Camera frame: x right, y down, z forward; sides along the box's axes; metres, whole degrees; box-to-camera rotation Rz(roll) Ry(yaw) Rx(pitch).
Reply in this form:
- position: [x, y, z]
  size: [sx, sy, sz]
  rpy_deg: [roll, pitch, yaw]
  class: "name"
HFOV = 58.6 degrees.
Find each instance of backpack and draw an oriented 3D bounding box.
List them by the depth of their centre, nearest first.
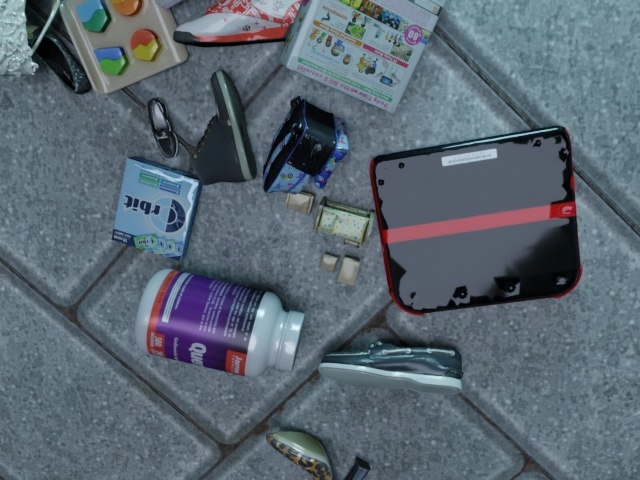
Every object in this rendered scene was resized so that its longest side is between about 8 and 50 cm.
- position: [-0.037, -0.160, 1.088]
  size: [0.117, 0.158, 0.173]
  rpy_deg: [23, 121, -19]
  class: "backpack"

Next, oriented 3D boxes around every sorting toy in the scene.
- position: [-0.387, -0.409, 1.113]
  size: [0.208, 0.038, 0.192]
  rpy_deg: [-18, 103, 11]
  class: "sorting toy"

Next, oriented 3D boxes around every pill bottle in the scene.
- position: [-0.202, 0.176, 1.181]
  size: [0.323, 0.181, 0.181]
  rpy_deg: [13, 107, 3]
  class: "pill bottle"

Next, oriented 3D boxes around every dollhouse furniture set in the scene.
- position: [0.000, 0.000, 1.151]
  size: [0.182, 0.101, 0.160]
  rpy_deg: [15, 107, 2]
  class: "dollhouse furniture set"

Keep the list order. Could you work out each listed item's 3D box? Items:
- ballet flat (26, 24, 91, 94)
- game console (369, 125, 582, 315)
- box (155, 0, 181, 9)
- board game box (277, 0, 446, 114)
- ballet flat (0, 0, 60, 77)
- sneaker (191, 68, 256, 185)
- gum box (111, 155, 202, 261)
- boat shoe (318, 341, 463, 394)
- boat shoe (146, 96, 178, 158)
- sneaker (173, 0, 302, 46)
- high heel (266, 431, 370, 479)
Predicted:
- position: [-0.527, -0.363, 1.135]
  size: [0.057, 0.049, 0.173]
  rpy_deg: [-43, 97, 15]
  class: "ballet flat"
- position: [0.311, -0.030, 1.140]
  size: [0.387, 0.060, 0.341]
  rpy_deg: [-9, 99, 8]
  class: "game console"
- position: [-0.169, -0.510, 0.997]
  size: [0.324, 0.067, 0.063]
  rpy_deg: [-15, 64, 24]
  class: "box"
- position: [0.088, -0.406, 0.992]
  size: [0.224, 0.097, 0.303]
  rpy_deg: [18, 108, -22]
  class: "board game box"
- position: [-0.551, -0.499, 1.063]
  size: [0.147, 0.147, 0.408]
  rpy_deg: [16, 98, 2]
  class: "ballet flat"
- position: [-0.210, -0.216, 1.124]
  size: [0.118, 0.083, 0.221]
  rpy_deg: [-9, 105, 9]
  class: "sneaker"
- position: [-0.344, -0.066, 1.202]
  size: [0.157, 0.041, 0.184]
  rpy_deg: [17, 106, 1]
  class: "gum box"
- position: [0.149, 0.265, 1.218]
  size: [0.303, 0.091, 0.114]
  rpy_deg: [7, 150, 3]
  class: "boat shoe"
- position: [-0.322, -0.226, 1.156]
  size: [0.046, 0.038, 0.125]
  rpy_deg: [-5, 105, 8]
  class: "boat shoe"
- position: [-0.143, -0.440, 1.052]
  size: [0.270, 0.090, 0.144]
  rpy_deg: [-3, 104, 4]
  class: "sneaker"
- position: [-0.036, 0.552, 1.311]
  size: [0.261, 0.093, 0.186]
  rpy_deg: [26, 101, -11]
  class: "high heel"
